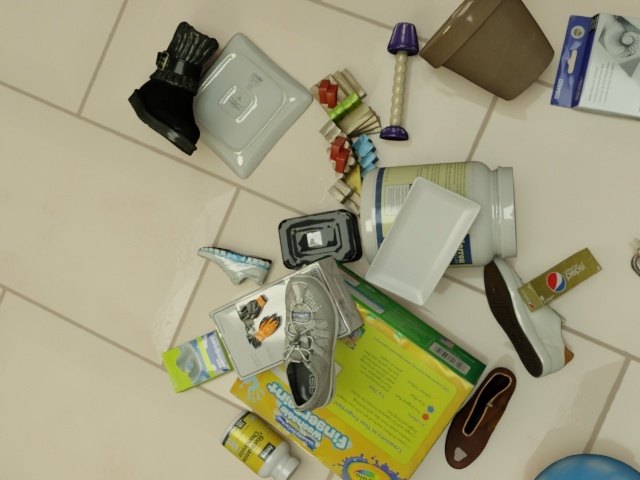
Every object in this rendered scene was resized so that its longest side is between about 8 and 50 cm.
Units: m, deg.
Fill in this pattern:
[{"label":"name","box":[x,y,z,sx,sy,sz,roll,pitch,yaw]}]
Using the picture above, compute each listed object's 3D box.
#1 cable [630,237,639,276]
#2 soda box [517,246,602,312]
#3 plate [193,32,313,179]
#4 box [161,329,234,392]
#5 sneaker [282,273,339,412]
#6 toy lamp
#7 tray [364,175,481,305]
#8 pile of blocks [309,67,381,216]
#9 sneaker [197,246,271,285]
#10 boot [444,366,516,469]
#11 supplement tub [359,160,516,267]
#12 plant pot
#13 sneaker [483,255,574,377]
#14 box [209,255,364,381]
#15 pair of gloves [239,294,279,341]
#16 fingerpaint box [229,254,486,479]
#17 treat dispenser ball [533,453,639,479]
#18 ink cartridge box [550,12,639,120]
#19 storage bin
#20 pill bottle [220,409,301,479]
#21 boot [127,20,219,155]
[{"label":"cable","box":[0.776,0.099,1.763,0.139,0.072,0.287,-32,81,22]},{"label":"soda box","box":[0.523,0.085,1.792,0.181,0.058,0.061,-27,78,-23]},{"label":"plate","box":[-0.204,-0.342,2.052,0.277,0.045,0.278,43,96,13]},{"label":"box","box":[-0.294,0.296,2.030,0.178,0.042,0.109,-25,81,12]},{"label":"sneaker","box":[-0.023,0.205,1.618,0.105,0.115,0.281,-6,95,23]},{"label":"toy lamp","box":[0.189,-0.376,1.942,0.080,0.080,0.274,5,90,14]},{"label":"tray","box":[0.209,0.002,1.705,0.145,0.030,0.270,25,119,-1]},{"label":"pile of blocks","box":[0.069,-0.240,1.942,0.149,0.112,0.362,-13,83,13]},{"label":"sneaker","box":[-0.219,0.066,2.016,0.191,0.071,0.082,15,95,15]},{"label":"boot","box":[0.337,0.392,1.743,0.096,0.280,0.264,38,95,14]},{"label":"supplement tub","box":[0.265,-0.055,1.817,0.325,0.235,0.235,-3,85,14]},{"label":"plant pot","box":[0.387,-0.438,1.830,0.229,0.263,0.263,42,97,-6]},{"label":"sneaker","box":[0.467,0.160,1.840,0.123,0.106,0.290,-15,71,-23]},{"label":"box","box":[-0.075,0.167,1.744,0.290,0.087,0.169,-27,86,23]},{"label":"pair of gloves","box":[-0.127,0.163,1.711,0.074,0.010,0.083,-43,80,21]},{"label":"fingerpaint box","box":[0.079,0.312,1.840,0.445,0.163,0.371,34,108,14]},{"label":"treat dispenser ball","box":[0.557,0.582,1.673,0.288,0.288,0.288,-1,86,14]},{"label":"ink cartridge box","box":[0.651,-0.395,1.844,0.224,0.045,0.223,12,89,15]},{"label":"storage bin","box":[0.000,0.000,1.957,0.180,0.084,0.122,-10,84,12]},{"label":"pill bottle","box":[-0.140,0.496,1.946,0.184,0.103,0.103,36,95,14]},{"label":"boot","box":[-0.327,-0.377,1.976,0.260,0.131,0.348,-50,43,7]}]
